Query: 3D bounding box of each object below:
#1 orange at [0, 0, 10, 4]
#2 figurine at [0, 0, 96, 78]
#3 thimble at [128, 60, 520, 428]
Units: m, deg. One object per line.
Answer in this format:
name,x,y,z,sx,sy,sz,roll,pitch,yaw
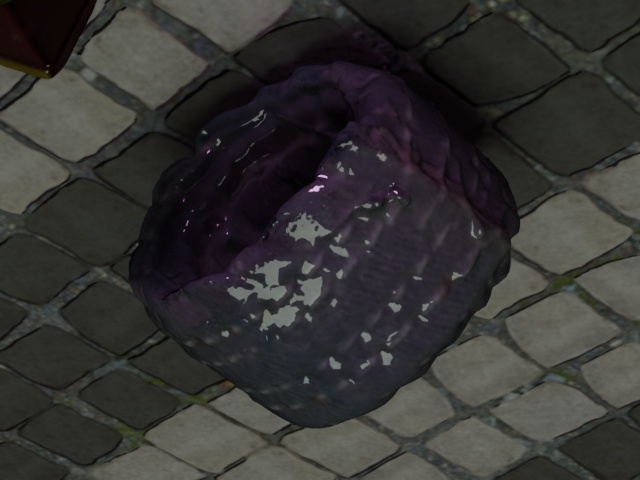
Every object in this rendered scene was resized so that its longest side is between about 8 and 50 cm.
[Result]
orange,-0.251,-0.234,0.996,0.300,0.223,0.301,-12,140,4
figurine,-0.213,-0.179,1.189,0.098,0.082,0.154,6,146,30
thimble,0.000,0.000,1.274,0.236,0.205,0.172,-25,131,33
